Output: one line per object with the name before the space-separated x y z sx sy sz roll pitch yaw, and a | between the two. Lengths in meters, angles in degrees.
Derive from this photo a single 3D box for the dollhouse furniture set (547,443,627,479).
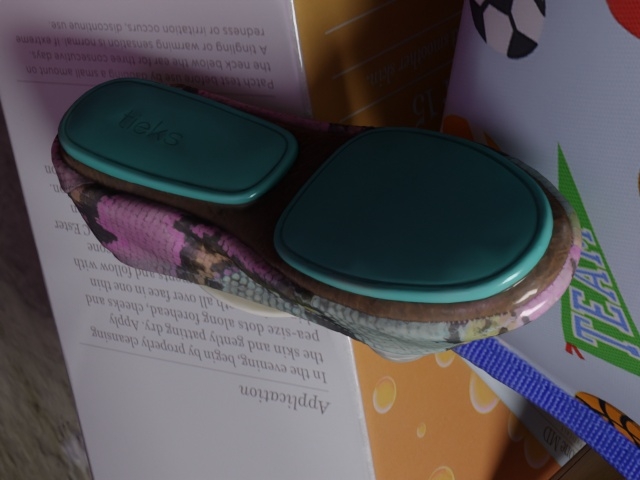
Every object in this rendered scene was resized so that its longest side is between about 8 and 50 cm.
dollhouse furniture set | 0.211 0.168 0.705 0.212 0.161 0.242 -27 94 46

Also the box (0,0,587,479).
box | 0.015 0.018 0.753 0.168 0.215 0.345 8 118 38

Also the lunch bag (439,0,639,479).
lunch bag | 0.243 -0.017 0.489 0.385 0.239 0.328 41 150 28

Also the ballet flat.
ballet flat | 0.000 0.000 0.564 0.221 0.077 0.079 16 145 40
